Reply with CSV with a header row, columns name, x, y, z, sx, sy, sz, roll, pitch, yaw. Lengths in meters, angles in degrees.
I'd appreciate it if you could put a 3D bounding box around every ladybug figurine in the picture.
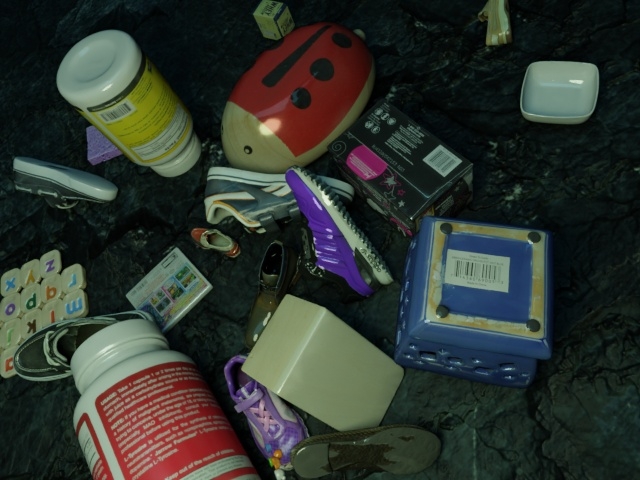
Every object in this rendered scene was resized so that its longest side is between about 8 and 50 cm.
name,x,y,z,sx,sy,sz,roll,pitch,yaw
ladybug figurine,-0.058,-0.344,1.199,0.305,0.162,0.449,34,79,29

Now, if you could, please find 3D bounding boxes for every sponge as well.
name,x,y,z,sx,sy,sz,roll,pitch,yaw
sponge,-0.530,-0.288,1.396,0.210,0.031,0.117,-19,60,8

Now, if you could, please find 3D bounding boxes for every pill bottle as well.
name,x,y,z,sx,sy,sz,roll,pitch,yaw
pill bottle,-0.276,0.343,0.894,0.229,0.229,0.408,-38,60,-3
pill bottle,-0.412,-0.291,1.185,0.188,0.334,0.188,-7,63,14

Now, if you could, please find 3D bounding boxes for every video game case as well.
name,x,y,z,sx,sy,sz,roll,pitch,yaw
video game case,-0.334,0.112,1.146,0.157,0.019,0.143,-45,61,-8

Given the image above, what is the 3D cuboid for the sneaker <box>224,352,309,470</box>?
name,x,y,z,sx,sy,sz,roll,pitch,yaw
sneaker,-0.107,0.298,0.934,0.095,0.104,0.236,-34,61,-2

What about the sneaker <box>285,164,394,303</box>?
name,x,y,z,sx,sy,sz,roll,pitch,yaw
sneaker,0.000,0.000,0.992,0.146,0.102,0.293,-36,93,11

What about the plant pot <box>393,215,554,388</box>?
name,x,y,z,sx,sy,sz,roll,pitch,yaw
plant pot,0.247,0.090,0.841,0.236,0.212,0.236,8,67,10

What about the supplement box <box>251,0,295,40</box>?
name,x,y,z,sx,sy,sz,roll,pitch,yaw
supplement box,-0.124,-0.584,1.382,0.083,0.083,0.056,23,75,25

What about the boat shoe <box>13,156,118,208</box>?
name,x,y,z,sx,sy,sz,roll,pitch,yaw
boat shoe,-0.655,-0.130,1.325,0.301,0.108,0.102,16,103,11

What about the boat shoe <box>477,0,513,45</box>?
name,x,y,z,sx,sy,sz,roll,pitch,yaw
boat shoe,0.401,-0.535,1.206,0.072,0.068,0.190,-8,62,27

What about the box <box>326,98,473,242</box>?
name,x,y,z,sx,sy,sz,roll,pitch,yaw
box,0.161,-0.134,1.039,0.163,0.142,0.247,-41,61,-6

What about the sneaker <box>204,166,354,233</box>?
name,x,y,z,sx,sy,sz,roll,pitch,yaw
sneaker,-0.091,-0.074,1.101,0.321,0.126,0.127,6,79,13

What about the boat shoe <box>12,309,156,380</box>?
name,x,y,z,sx,sy,sz,roll,pitch,yaw
boat shoe,-0.510,0.209,1.073,0.335,0.119,0.121,-20,79,10

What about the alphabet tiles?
name,x,y,z,sx,sy,sz,roll,pitch,yaw
alphabet tiles,-0.676,0.167,1.225,0.284,0.021,0.278,-24,60,5

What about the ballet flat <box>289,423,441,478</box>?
name,x,y,z,sx,sy,sz,roll,pitch,yaw
ballet flat,0.073,0.340,0.847,0.249,0.058,0.084,-3,91,-11

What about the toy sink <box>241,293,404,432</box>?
name,x,y,z,sx,sy,sz,roll,pitch,yaw
toy sink,0.008,0.223,0.903,0.131,0.234,0.153,11,66,54

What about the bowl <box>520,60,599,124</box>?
name,x,y,z,sx,sy,sz,roll,pitch,yaw
bowl,0.487,-0.295,1.065,0.142,0.053,0.142,9,67,22

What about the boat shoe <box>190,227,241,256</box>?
name,x,y,z,sx,sy,sz,roll,pitch,yaw
boat shoe,-0.239,-0.002,1.157,0.137,0.043,0.049,22,75,27

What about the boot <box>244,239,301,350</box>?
name,x,y,z,sx,sy,sz,roll,pitch,yaw
boot,-0.109,0.103,1.027,0.082,0.106,0.219,14,70,23

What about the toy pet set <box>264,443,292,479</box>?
name,x,y,z,sx,sy,sz,roll,pitch,yaw
toy pet set,-0.033,0.400,0.850,0.065,0.122,0.114,-18,25,-18
